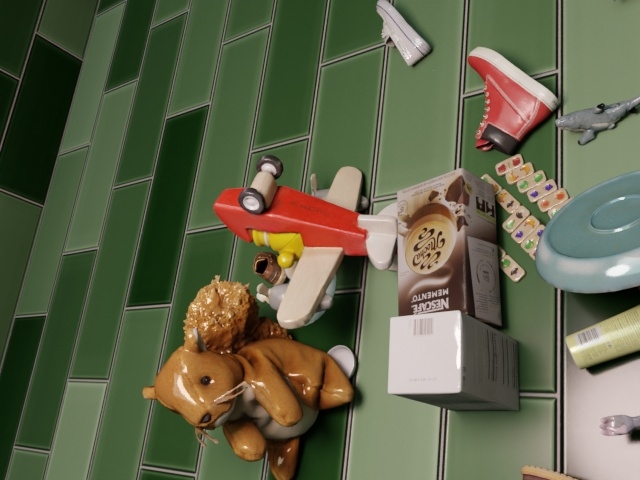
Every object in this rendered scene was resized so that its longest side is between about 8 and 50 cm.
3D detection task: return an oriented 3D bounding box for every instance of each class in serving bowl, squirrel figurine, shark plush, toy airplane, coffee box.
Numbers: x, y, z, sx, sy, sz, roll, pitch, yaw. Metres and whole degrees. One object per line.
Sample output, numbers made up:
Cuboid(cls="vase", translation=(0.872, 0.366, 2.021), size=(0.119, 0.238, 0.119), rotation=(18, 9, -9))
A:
Cuboid(cls="serving bowl", translation=(0.046, 0.274, 1.469), size=(0.083, 0.027, 0.083), rotation=(-17, 61, 34))
Cuboid(cls="squirrel figurine", translation=(-0.189, 0.276, 1.414), size=(0.281, 0.371, 0.397), rotation=(-51, 43, 23))
Cuboid(cls="shark plush", translation=(0.532, -0.234, 1.260), size=(0.161, 0.067, 0.073), rotation=(-6, 67, 38))
Cuboid(cls="toy airplane", translation=(0.000, 0.000, 1.482), size=(0.384, 0.386, 0.272), rotation=(55, 148, 32))
Cuboid(cls="coffee box", translation=(0.251, 0.030, 1.325), size=(0.168, 0.119, 0.297), rotation=(-19, 60, 43))

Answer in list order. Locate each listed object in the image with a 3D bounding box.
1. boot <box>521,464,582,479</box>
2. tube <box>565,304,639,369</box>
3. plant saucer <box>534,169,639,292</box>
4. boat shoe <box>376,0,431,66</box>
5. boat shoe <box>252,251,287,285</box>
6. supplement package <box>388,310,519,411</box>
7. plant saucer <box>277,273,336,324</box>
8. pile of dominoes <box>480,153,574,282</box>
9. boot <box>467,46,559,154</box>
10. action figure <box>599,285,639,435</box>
Cuboid(cls="boot", translation=(0.401, 0.483, 1.036), size=(0.249, 0.090, 0.206), rotation=(16, 80, 39))
Cuboid(cls="tube", translation=(0.533, 0.145, 1.105), size=(0.240, 0.070, 0.062), rotation=(-29, 17, 23))
Cuboid(cls="plant saucer", translation=(0.497, -0.031, 1.096), size=(0.318, 0.043, 0.317), rotation=(-29, 20, 12))
Cuboid(cls="boat shoe", translation=(0.185, -0.521, 1.667), size=(0.076, 0.083, 0.226), rotation=(-43, 50, 16))
Cuboid(cls="boat shoe", translation=(-0.136, 0.061, 1.668), size=(0.064, 0.060, 0.178), rotation=(-61, 25, 4))
Cuboid(cls="supplement package", translation=(0.241, 0.221, 1.181), size=(0.139, 0.244, 0.133), rotation=(-11, 65, 36))
Cuboid(cls="plant saucer", translation=(-0.050, 0.110, 1.617), size=(0.195, 0.037, 0.194), rotation=(-17, 61, 34))
Cuboid(cls="pile of dominoes", translation=(0.383, -0.057, 1.326), size=(0.196, 0.040, 0.251), rotation=(-48, 49, 13))
Cuboid(cls="boot", translation=(0.359, -0.293, 1.424), size=(0.176, 0.088, 0.244), rotation=(-49, 52, 14))
Cuboid(cls="action figure", translation=(0.593, 0.210, 0.979), size=(0.248, 0.276, 0.369), rotation=(163, 106, -73))
